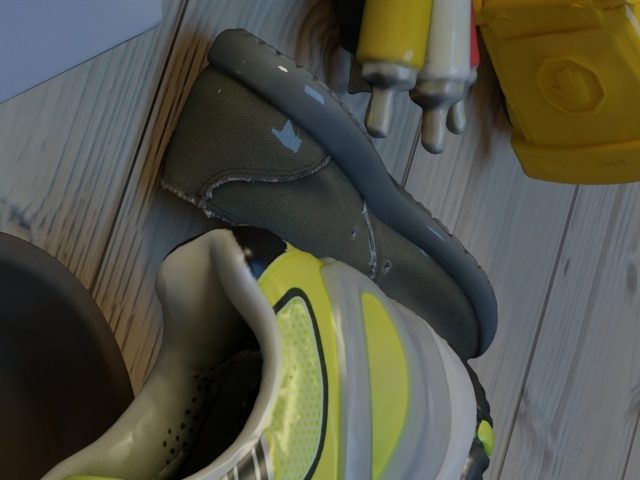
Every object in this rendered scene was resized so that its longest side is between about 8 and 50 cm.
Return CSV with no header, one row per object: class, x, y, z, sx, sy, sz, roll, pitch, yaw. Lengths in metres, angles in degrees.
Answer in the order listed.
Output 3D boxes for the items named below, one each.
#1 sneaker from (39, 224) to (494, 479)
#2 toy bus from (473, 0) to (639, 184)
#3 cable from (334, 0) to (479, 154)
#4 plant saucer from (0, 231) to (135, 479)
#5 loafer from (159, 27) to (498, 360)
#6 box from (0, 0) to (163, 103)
sneaker,-0.075,0.167,0.675,0.147,0.145,0.385,43,56,-32
toy bus,0.167,-0.174,1.073,0.211,0.149,0.220,53,49,-33
cable,0.056,-0.189,0.913,0.139,0.072,0.287,-10,108,-66
plant saucer,-0.157,0.130,0.660,0.278,0.041,0.278,-29,125,-55
loafer,0.000,0.000,0.873,0.087,0.094,0.251,-49,136,-6
box,-0.140,-0.111,0.475,0.091,0.170,0.130,-37,129,-52
